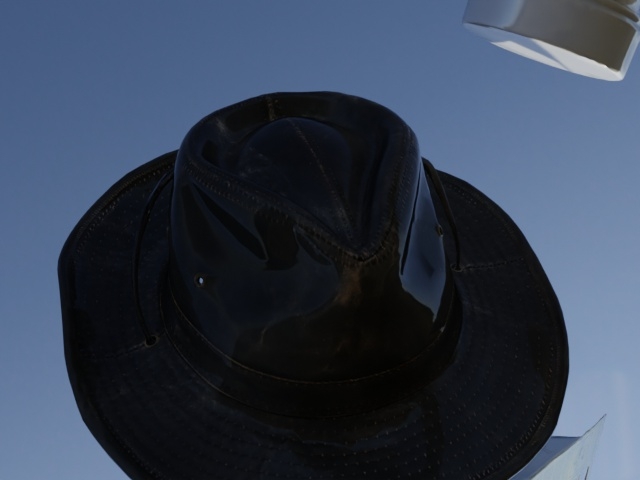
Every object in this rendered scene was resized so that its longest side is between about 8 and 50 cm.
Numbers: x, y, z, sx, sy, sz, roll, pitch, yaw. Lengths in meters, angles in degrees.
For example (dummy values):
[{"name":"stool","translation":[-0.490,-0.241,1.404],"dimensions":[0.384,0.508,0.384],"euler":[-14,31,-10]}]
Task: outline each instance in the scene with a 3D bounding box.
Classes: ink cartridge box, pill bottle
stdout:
[{"name":"ink cartridge box","translation":[0.162,0.218,1.086],"dimensions":[0.179,0.045,0.145],"euler":[-23,-52,-57]},{"name":"pill bottle","translation":[0.153,-0.202,0.715],"dimensions":[0.124,0.124,0.222],"euler":[16,-85,-37]}]

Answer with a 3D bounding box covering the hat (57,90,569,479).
[{"name":"hat","translation":[0.000,0.000,0.784],"dimensions":[0.331,0.331,0.134],"euler":[-12,-45,-20]}]
